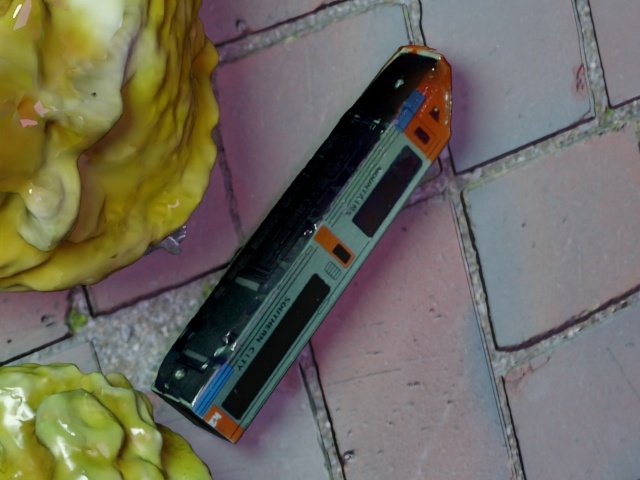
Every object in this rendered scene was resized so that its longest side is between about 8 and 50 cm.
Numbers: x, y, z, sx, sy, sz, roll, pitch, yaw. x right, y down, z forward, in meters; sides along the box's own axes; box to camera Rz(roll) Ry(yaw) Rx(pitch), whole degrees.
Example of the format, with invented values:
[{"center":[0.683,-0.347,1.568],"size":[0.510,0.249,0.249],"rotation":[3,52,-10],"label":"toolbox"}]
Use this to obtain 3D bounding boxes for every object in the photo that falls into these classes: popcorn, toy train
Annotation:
[{"center":[-0.269,-0.132,1.498],"size":[0.390,0.354,0.344],"rotation":[35,50,-71],"label":"popcorn"},{"center":[-0.216,0.264,1.611],"size":[0.274,0.279,0.335],"rotation":[-26,115,-69],"label":"popcorn"},{"center":[0.000,0.000,1.810],"size":[0.089,0.086,0.409],"rotation":[44,75,-29],"label":"toy train"}]

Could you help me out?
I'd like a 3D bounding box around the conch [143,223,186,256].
[{"center":[-0.160,-0.019,1.729],"size":[0.085,0.057,0.076],"rotation":[43,54,-49],"label":"conch"}]
